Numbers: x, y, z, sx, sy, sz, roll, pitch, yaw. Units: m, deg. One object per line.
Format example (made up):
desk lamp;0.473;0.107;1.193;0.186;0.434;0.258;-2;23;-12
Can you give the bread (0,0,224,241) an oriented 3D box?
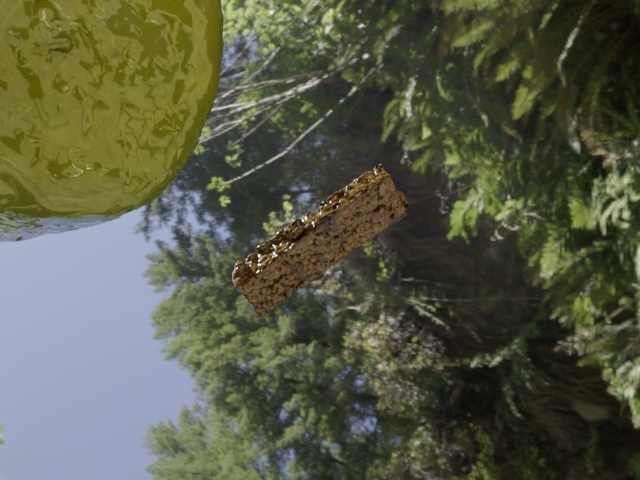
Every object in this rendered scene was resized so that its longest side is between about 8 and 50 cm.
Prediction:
bread;-0.263;-0.172;0.612;0.348;0.308;0.347;1;-91;-36

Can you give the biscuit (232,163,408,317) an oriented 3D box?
biscuit;0.000;0.000;0.707;0.199;0.034;0.064;-36;-50;-2
